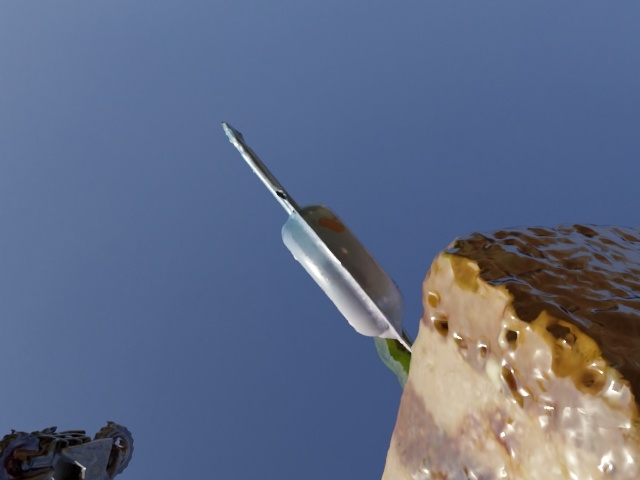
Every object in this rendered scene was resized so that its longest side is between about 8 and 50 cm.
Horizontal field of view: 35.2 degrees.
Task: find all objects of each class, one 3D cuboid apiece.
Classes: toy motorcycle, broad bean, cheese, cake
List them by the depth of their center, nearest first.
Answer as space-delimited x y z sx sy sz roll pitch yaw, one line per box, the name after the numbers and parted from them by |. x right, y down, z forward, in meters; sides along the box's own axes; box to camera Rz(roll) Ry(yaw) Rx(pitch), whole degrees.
0.142 0.151 0.529 0.198 0.293 0.196 -4 -150 -35 | cake
0.000 0.000 0.856 0.052 0.135 0.245 -39 -94 -3 | cheese
-0.312 0.282 1.206 0.080 0.122 0.215 5 178 34 | toy motorcycle
0.103 0.143 1.304 0.043 0.060 0.297 2 -146 -29 | broad bean
